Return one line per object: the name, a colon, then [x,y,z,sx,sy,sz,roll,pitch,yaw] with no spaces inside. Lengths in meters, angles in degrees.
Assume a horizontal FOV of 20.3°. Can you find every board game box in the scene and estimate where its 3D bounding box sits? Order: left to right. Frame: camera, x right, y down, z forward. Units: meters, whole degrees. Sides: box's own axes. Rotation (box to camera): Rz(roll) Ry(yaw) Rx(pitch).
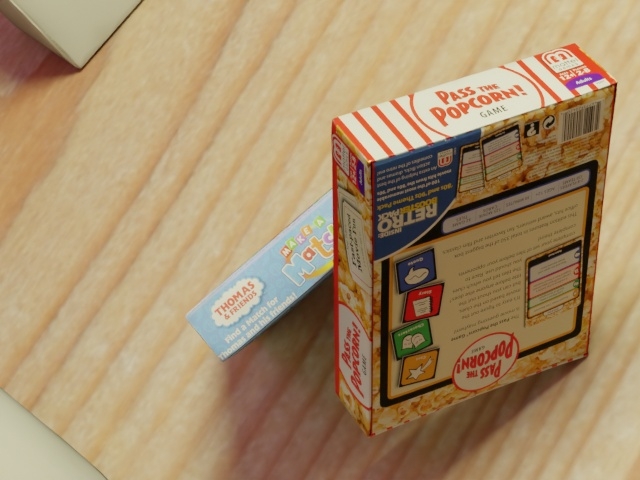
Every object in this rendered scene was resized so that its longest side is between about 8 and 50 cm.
board game box: [0.000,0.000,1.062,0.160,0.039,0.211,-40,1,1]
board game box: [0.080,0.003,0.961,0.146,0.194,0.045,-18,42,-20]

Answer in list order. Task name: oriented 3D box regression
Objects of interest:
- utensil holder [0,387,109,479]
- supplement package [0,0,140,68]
utensil holder: [-0.323,0.171,1.005,0.327,0.385,0.328,-18,50,22]
supplement package: [-0.186,-0.245,1.411,0.179,0.105,0.105,-50,47,-7]
